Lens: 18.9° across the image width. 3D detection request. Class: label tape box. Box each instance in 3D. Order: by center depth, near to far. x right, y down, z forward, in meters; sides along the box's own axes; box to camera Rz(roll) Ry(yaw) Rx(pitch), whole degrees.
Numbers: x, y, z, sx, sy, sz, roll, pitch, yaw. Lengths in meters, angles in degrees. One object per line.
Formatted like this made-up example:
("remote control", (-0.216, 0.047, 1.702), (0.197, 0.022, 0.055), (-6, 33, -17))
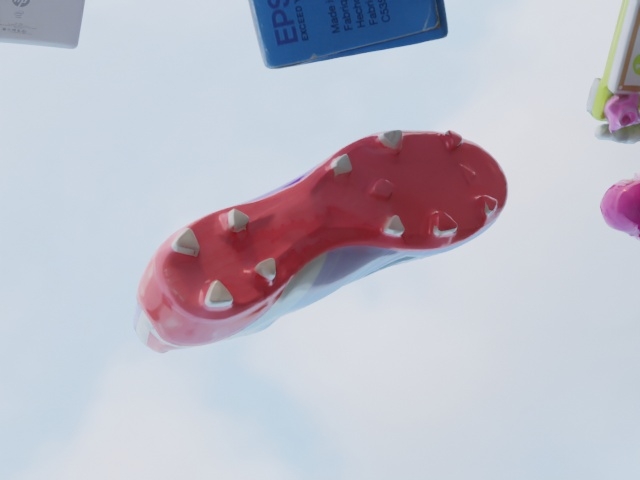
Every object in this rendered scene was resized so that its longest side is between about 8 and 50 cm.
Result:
("label tape box", (-0.003, -0.239, 1.145), (0.106, 0.334, 0.241), (-12, -80, 3))

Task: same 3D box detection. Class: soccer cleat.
("soccer cleat", (0.000, 0.000, 1.130), (0.248, 0.095, 0.083), (-22, -103, -31))

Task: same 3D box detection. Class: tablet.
("tablet", (-0.197, -0.151, 1.251), (0.083, 0.006, 0.054), (3, -53, -16))

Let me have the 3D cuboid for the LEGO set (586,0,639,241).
("LEGO set", (0.131, -0.127, 0.619), (0.107, 0.132, 0.287), (1, -85, -20))
